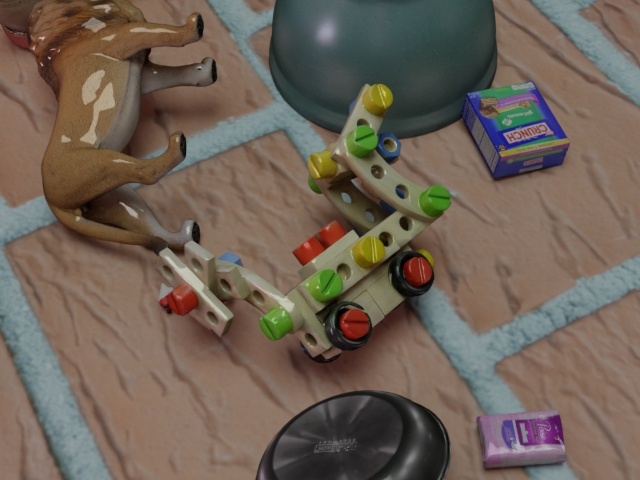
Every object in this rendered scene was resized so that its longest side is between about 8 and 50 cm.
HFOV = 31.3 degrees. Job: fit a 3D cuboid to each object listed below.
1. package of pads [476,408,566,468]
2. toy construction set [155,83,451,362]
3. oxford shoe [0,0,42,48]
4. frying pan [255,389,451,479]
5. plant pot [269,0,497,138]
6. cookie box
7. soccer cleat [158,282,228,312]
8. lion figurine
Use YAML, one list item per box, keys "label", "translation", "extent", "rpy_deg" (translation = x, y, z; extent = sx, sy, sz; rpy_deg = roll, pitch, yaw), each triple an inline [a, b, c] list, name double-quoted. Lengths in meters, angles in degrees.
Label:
- label: "package of pads"
  translation: [0.196, 0.195, 1.121]
  extent: [0.083, 0.032, 0.050]
  rpy_deg: [-4, 56, -1]
- label: "toy construction set"
  translation: [0.000, 0.000, 1.187]
  extent: [0.327, 0.151, 0.215]
  rpy_deg: [-36, 91, -20]
- label: "oxford shoe"
  translation: [-0.310, -0.415, 1.477]
  extent: [0.123, 0.130, 0.348]
  rpy_deg: [25, 77, 23]
- label: "frying pan"
  translation: [-0.014, 0.244, 1.031]
  extent: [0.197, 0.053, 0.326]
  rpy_deg: [7, 40, 42]
- label: "plant pot"
  translation: [0.077, -0.295, 1.392]
  extent: [0.293, 0.196, 0.293]
  rpy_deg: [-1, 54, 1]
- label: "cookie box"
  translation: [0.230, -0.133, 1.356]
  extent: [0.091, 0.040, 0.107]
  rpy_deg: [-12, 54, -14]
- label: "soccer cleat"
  translation: [-0.135, 0.056, 1.240]
  extent: [0.083, 0.029, 0.036]
  rpy_deg: [-9, 57, 1]
- label: "lion figurine"
  translation: [-0.254, -0.142, 1.327]
  extent: [0.240, 0.142, 0.392]
  rpy_deg: [-2, 57, 10]
